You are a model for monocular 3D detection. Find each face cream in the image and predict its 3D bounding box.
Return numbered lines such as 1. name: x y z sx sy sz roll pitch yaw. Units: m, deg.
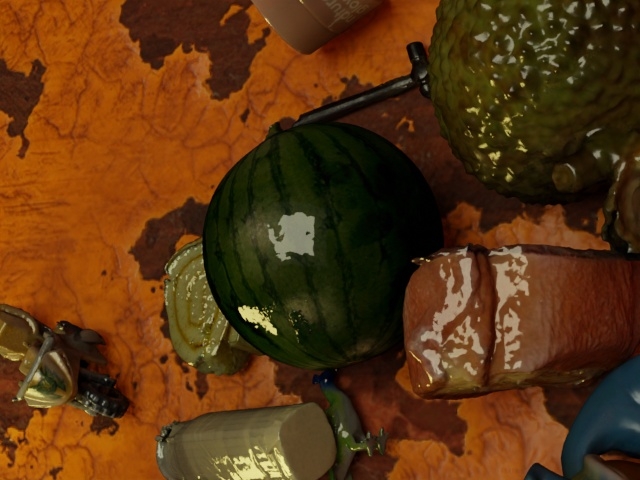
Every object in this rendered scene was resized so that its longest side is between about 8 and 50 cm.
1. face cream: -0.013 -0.288 1.408 0.104 0.149 0.149 -33 64 18

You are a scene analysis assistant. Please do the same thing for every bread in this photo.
1. bread: -0.110 0.071 1.431 0.117 0.064 0.156 -13 74 31
2. bread: 0.168 0.074 1.176 0.190 0.244 0.123 -19 73 41

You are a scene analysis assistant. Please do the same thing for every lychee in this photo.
1. lychee: 0.226 -0.158 1.184 0.270 0.270 0.320 -22 29 24

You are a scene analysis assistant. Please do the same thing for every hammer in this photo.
1. hammer: 0.044 -0.156 1.424 0.178 0.021 0.065 -20 69 27

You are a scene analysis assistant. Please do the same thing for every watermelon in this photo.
1. watermelon: 0.002 0.005 1.283 0.242 0.242 0.242 -7 75 28

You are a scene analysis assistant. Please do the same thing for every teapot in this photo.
1. teapot: -0.076 0.228 1.356 0.200 0.077 0.107 -11 105 42

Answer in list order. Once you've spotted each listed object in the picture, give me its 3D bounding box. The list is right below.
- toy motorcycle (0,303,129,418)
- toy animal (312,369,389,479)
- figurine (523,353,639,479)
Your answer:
1. toy motorcycle: -0.319 0.130 1.497 0.229 0.129 0.094 32 99 31
2. toy animal: 0.037 0.229 1.321 0.075 0.041 0.217 -26 68 39
3. figurine: 0.268 0.294 1.088 0.242 0.298 0.416 -7 59 -8
